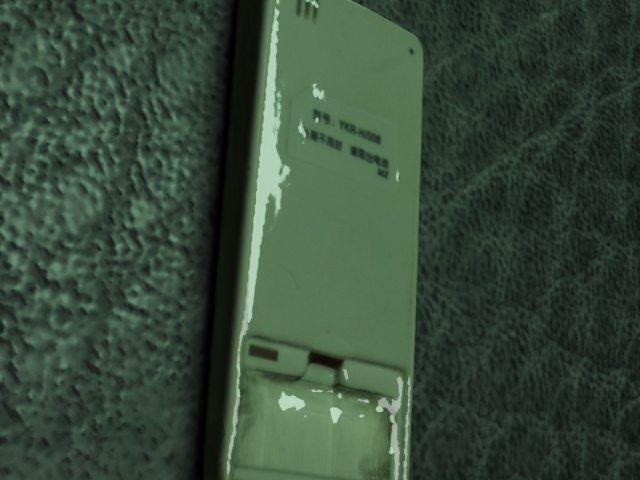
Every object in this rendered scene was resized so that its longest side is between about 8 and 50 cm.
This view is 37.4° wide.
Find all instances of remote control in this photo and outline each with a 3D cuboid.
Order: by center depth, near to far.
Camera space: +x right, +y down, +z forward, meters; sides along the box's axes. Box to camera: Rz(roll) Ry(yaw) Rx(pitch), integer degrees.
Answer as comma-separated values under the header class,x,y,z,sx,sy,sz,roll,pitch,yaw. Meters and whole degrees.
class,x,y,z,sx,sy,sz,roll,pitch,yaw
remote control,0.000,0.000,0.506,0.123,0.038,0.285,15,68,-35
